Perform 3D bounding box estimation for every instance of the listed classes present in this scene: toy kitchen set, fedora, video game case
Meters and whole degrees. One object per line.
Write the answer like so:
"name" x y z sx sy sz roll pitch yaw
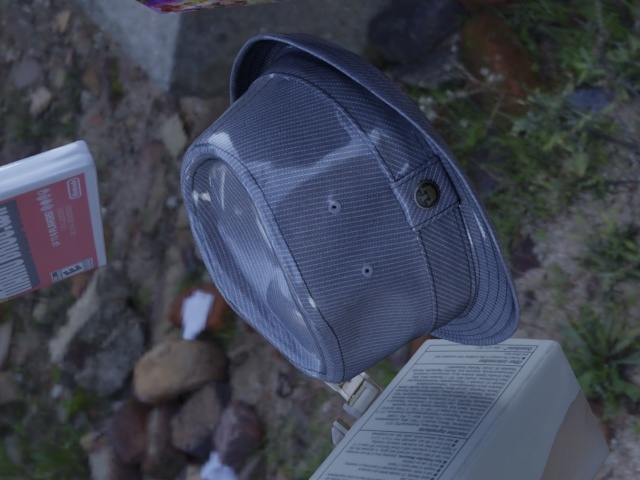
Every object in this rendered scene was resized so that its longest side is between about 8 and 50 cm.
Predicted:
"toy kitchen set" 0.011 0.145 1.085 0.075 0.083 0.068 36 92 6
"fedora" 0.000 0.000 0.781 0.124 0.275 0.243 -39 30 -24
"video game case" -0.301 0.023 0.854 0.204 0.285 0.025 110 138 -67

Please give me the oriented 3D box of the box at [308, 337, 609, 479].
"box" 0.074 0.215 0.863 0.148 0.121 0.311 -4 33 48

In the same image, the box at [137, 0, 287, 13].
"box" 0.003 -0.190 0.658 0.293 0.201 0.057 -3 88 15
